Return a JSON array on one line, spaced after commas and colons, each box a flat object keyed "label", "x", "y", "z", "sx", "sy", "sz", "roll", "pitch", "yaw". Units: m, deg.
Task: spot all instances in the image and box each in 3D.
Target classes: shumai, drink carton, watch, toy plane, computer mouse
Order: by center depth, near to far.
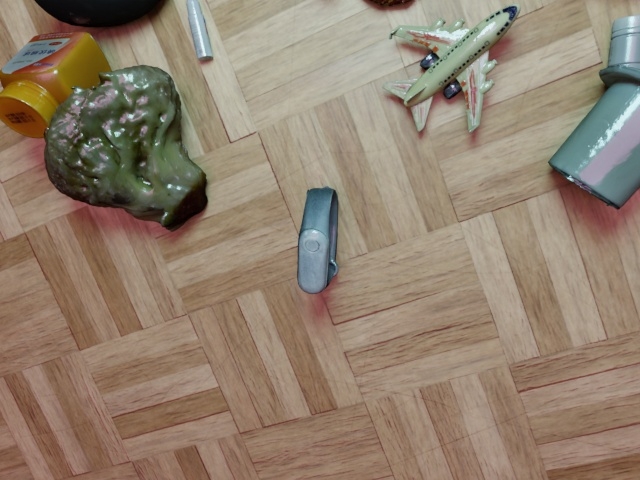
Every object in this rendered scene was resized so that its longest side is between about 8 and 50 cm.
[{"label": "drink carton", "x": 0.518, "y": -0.175, "z": 0.760, "sx": 0.191, "sy": 0.185, "sz": 0.189, "roll": 34, "pitch": 116, "yaw": 1}, {"label": "toy plane", "x": 0.250, "y": -0.331, "z": 0.804, "sx": 0.256, "sy": 0.104, "sz": 0.241, "roll": -38, "pitch": 90, "yaw": 15}, {"label": "computer mouse", "x": -0.423, "y": -0.495, "z": 0.860, "sx": 0.270, "sy": 0.170, "sz": 0.100, "roll": -12, "pitch": 84, "yaw": 15}, {"label": "watch", "x": 0.000, "y": 0.000, "z": 0.875, "sx": 0.069, "sy": 0.193, "sz": 0.206, "roll": 5, "pitch": 122, "yaw": 9}, {"label": "shumai", "x": -0.380, "y": -0.156, "z": 0.895, "sx": 0.346, "sy": 0.217, "sz": 0.283, "roll": -37, "pitch": 92, "yaw": 12}]

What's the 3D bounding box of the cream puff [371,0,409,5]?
[{"label": "cream puff", "x": 0.130, "y": -0.515, "z": 0.801, "sx": 0.149, "sy": 0.084, "sz": 0.148, "roll": 3, "pitch": 103, "yaw": 12}]

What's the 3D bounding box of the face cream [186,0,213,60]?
[{"label": "face cream", "x": -0.256, "y": -0.447, "z": 0.910, "sx": 0.034, "sy": 0.034, "sz": 0.129, "roll": -11, "pitch": 99, "yaw": 12}]

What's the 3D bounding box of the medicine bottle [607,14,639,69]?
[{"label": "medicine bottle", "x": 0.546, "y": -0.343, "z": 0.770, "sx": 0.058, "sy": 0.058, "sz": 0.091, "roll": 2, "pitch": 101, "yaw": 10}]

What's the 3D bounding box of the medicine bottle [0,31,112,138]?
[{"label": "medicine bottle", "x": -0.551, "y": -0.320, "z": 0.889, "sx": 0.150, "sy": 0.222, "sz": 0.112, "roll": 2, "pitch": 144, "yaw": 12}]
